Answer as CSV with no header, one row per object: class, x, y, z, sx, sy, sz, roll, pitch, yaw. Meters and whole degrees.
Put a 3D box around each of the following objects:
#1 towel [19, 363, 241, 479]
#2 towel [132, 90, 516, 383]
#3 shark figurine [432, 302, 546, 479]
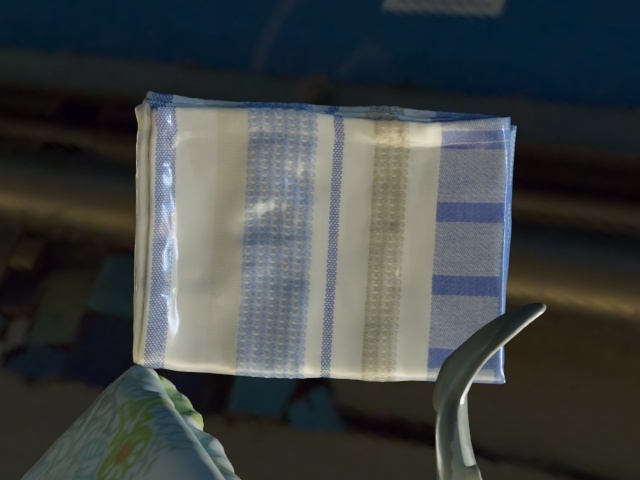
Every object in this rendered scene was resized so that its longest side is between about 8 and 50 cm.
towel,-0.151,0.241,0.914,0.090,0.320,0.374,46,-3,-19
towel,0.000,0.000,1.305,0.285,0.209,0.034,3,2,2
shark figurine,0.116,0.167,0.812,0.278,0.166,0.116,40,-25,25
